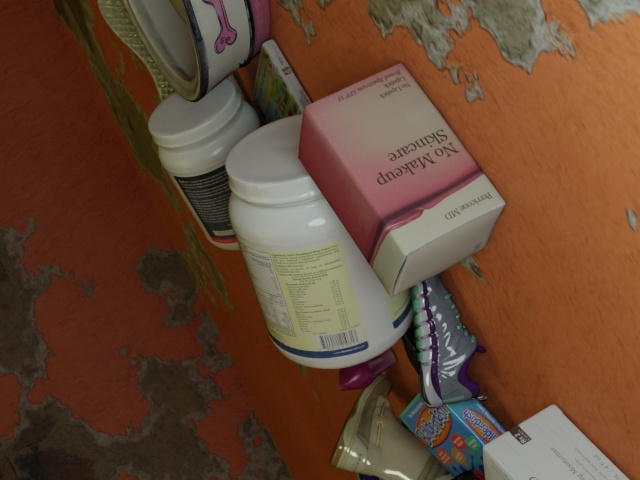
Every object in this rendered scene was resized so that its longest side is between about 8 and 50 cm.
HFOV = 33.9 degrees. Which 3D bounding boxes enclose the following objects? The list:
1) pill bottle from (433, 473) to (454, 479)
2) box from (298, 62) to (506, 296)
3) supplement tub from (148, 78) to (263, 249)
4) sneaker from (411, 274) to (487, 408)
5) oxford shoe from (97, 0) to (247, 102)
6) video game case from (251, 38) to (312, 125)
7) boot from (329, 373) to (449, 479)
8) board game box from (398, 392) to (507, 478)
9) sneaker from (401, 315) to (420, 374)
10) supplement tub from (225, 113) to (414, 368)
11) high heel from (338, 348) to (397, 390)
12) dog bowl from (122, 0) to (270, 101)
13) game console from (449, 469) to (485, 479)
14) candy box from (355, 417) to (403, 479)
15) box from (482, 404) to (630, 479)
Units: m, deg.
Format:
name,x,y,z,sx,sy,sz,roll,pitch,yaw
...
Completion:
name,x,y,z,sx,sy,sz,roll,pitch,yaw
pill bottle,0.258,0.535,1.701,0.301,0.169,0.169,66,164,-13
box,0.094,-0.076,1.292,0.232,0.149,0.127,56,162,20
supplement tub,-0.172,-0.135,1.885,0.191,0.191,0.272,42,163,52
sneaker,0.183,0.124,1.497,0.083,0.098,0.223,58,-153,-86
oxford shoe,-0.259,-0.342,2.041,0.449,0.169,0.130,54,-156,6
video game case,-0.050,-0.201,1.770,0.206,0.026,0.227,60,165,11
boot,0.144,0.352,1.867,0.204,0.262,0.095,23,115,8
board game box,0.222,0.305,1.572,0.210,0.047,0.160,47,153,13
sneaker,0.166,0.180,1.645,0.170,0.051,0.089,54,166,41
supplement tub,0.000,0.000,1.547,0.235,0.235,0.324,41,152,53
high heel,0.047,0.227,1.969,0.244,0.117,0.082,22,136,66
dog bowl,-0.224,-0.441,1.712,0.408,0.150,0.408,56,163,27
game console,0.206,0.559,1.602,0.342,0.060,0.386,48,121,-3
candy box,0.195,0.542,1.995,0.317,0.122,0.268,49,160,43
box,0.309,0.344,1.335,0.181,0.119,0.181,46,157,44
